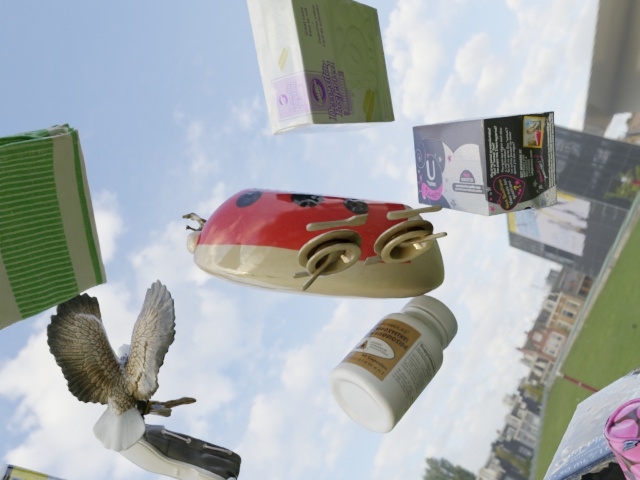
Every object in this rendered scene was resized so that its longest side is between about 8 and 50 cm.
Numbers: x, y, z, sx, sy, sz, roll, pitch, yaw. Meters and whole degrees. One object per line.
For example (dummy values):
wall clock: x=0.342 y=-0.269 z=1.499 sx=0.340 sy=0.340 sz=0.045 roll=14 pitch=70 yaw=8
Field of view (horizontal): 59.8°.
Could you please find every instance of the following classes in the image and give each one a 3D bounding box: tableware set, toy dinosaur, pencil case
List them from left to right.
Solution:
toy dinosaur: x=-0.221 y=-0.015 z=1.166 sx=0.053 sy=0.183 sz=0.092 roll=-55 pitch=-11 yaw=12
tableware set: x=0.066 y=0.016 z=0.728 sx=0.194 sy=0.039 sz=0.128 roll=-9 pitch=-31 yaw=-18
pencil case: x=0.396 y=0.282 z=0.605 sx=0.095 sy=0.098 sz=0.209 roll=-31 pitch=-88 yaw=-33

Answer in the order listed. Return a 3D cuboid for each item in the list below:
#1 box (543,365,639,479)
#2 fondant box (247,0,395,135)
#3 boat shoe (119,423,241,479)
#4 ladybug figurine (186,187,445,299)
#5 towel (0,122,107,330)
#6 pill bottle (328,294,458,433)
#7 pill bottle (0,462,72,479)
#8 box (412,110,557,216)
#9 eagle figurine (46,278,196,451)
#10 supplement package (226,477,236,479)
box: x=0.701 y=0.362 z=0.966 sx=0.480 sy=0.297 sz=0.472 roll=-46 pitch=-21 yaw=27
fondant box: x=0.017 y=-0.330 z=1.052 sx=0.330 sy=0.096 sz=0.238 roll=-20 pitch=-78 yaw=-55
boat shoe: x=-0.349 y=0.504 z=1.335 sx=0.095 sy=0.335 sz=0.112 roll=-63 pitch=-6 yaw=-53
ladybug figurine: x=0.000 y=0.000 z=0.961 sx=0.305 sy=0.449 sz=0.162 roll=-152 pitch=67 yaw=-76
towel: x=-0.411 y=0.013 z=0.644 sx=0.325 sy=0.038 sz=0.248 roll=-31 pitch=-50 yaw=-45
pill bottle: x=0.131 y=0.197 z=0.936 sx=0.229 sy=0.131 sz=0.131 roll=-39 pitch=-39 yaw=-35
pill bottle: x=-0.430 y=0.424 z=0.869 sx=0.184 sy=0.103 sz=0.103 roll=27 pitch=-94 yaw=-20
box: x=0.282 y=-0.138 z=0.999 sx=0.142 sy=0.247 sz=0.163 roll=-9 pitch=-79 yaw=-15
eagle figurine: x=-0.411 y=0.252 z=1.156 sx=0.226 sy=0.225 sz=0.298 roll=-30 pitch=-53 yaw=-43
supplement package: x=-0.125 y=0.293 z=0.446 sx=0.179 sy=0.105 sz=0.105 roll=-27 pitch=-21 yaw=-25
